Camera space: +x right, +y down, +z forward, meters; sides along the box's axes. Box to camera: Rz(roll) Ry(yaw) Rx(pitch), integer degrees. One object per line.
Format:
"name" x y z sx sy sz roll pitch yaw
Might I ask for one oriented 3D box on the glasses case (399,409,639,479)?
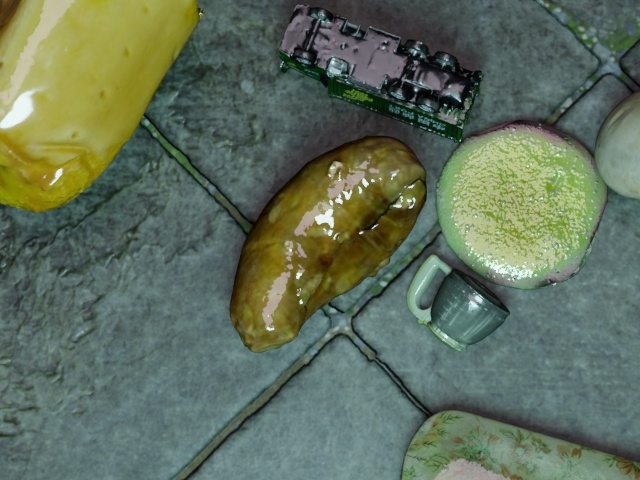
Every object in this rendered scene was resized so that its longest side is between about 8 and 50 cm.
"glasses case" 0.305 0.328 1.736 0.425 0.098 0.157 16 74 5

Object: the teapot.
"teapot" 0.173 0.087 1.810 0.092 0.124 0.091 33 99 -32

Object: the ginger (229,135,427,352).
"ginger" 0.000 0.000 1.794 0.165 0.172 0.321 41 88 -28

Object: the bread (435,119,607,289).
"bread" 0.264 -0.050 1.848 0.228 0.033 0.229 0 77 2

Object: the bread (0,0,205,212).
"bread" -0.341 -0.233 1.800 0.250 0.361 0.394 28 90 -37

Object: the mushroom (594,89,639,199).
"mushroom" 0.459 -0.108 1.791 0.206 0.209 0.206 -24 45 27

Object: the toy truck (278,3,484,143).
"toy truck" 0.077 -0.220 1.845 0.259 0.121 0.088 21 81 6
